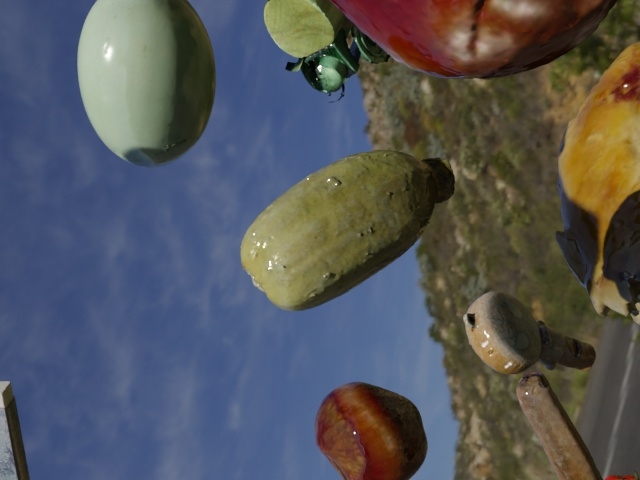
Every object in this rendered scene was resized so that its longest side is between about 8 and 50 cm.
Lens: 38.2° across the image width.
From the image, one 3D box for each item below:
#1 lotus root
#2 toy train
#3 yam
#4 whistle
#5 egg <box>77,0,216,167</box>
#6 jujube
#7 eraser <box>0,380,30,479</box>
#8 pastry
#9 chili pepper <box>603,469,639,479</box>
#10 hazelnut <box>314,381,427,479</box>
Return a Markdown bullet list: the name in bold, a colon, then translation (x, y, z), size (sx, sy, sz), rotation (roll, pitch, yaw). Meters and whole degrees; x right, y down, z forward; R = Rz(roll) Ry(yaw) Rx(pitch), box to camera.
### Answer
- **lotus root**: translation (0.025, -0.018, 0.689), size (0.183, 0.090, 0.077), rotation (-29, -16, -17)
- **toy train**: translation (0.013, -0.330, 1.260), size (0.126, 0.189, 0.307), rotation (-31, 29, 43)
- **yam**: translation (0.291, 0.264, 1.033), size (0.264, 0.046, 0.046), rotation (60, -149, -6)
- **whistle**: translation (0.262, 0.127, 1.175), size (0.057, 0.220, 0.107), rotation (-45, 40, 40)
- **egg**: translation (-0.257, -0.246, 1.375), size (0.203, 0.203, 0.282), rotation (-38, -48, -61)
- **jujube**: translation (0.077, -0.244, 0.562), size (0.223, 0.223, 0.318), rotation (84, 171, -48)
- **eraser**: translation (-0.572, 0.349, 1.613), size (0.046, 0.092, 0.212), rotation (-79, -14, -69)
- **pastry**: translation (0.452, -0.059, 0.980), size (0.245, 0.410, 0.409), rotation (35, -110, -41)
- **chili pepper**: translation (0.462, 0.403, 1.405), size (0.084, 0.086, 0.192), rotation (-110, 12, -45)
- **hazelnut**: translation (0.078, 0.309, 1.505), size (0.204, 0.178, 0.178), rotation (11, 84, 68)
